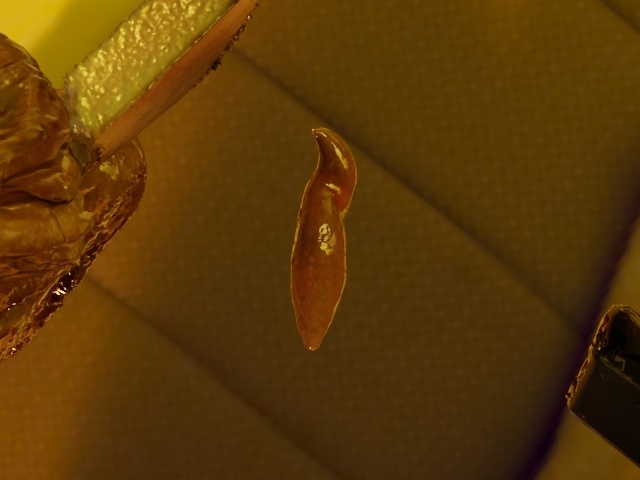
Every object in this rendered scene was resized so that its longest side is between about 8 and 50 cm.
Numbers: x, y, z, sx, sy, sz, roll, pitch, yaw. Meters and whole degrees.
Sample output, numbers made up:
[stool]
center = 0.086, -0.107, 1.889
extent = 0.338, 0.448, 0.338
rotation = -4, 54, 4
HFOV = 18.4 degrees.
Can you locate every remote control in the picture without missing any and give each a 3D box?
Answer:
[remote control]
center = 0.366, 0.217, 1.613
extent = 0.062, 0.399, 0.144
rotation = -38, -23, -32

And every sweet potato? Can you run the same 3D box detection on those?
[sweet potato]
center = 0.002, 0.000, 1.791
extent = 0.058, 0.055, 0.202
rotation = 10, 93, 63

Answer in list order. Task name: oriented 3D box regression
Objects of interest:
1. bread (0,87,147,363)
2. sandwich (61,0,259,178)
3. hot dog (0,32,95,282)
[bread]
center = -0.253, 0.020, 1.537
extent = 0.344, 0.124, 0.084
rotation = -48, 9, 29
[sandwich]
center = -0.116, -0.128, 1.359
extent = 0.162, 0.058, 0.193
rotation = -44, -2, -38
[hot dog]
center = -0.244, -0.026, 0.902
extent = 0.196, 0.272, 0.122
rotation = -126, 34, -48
